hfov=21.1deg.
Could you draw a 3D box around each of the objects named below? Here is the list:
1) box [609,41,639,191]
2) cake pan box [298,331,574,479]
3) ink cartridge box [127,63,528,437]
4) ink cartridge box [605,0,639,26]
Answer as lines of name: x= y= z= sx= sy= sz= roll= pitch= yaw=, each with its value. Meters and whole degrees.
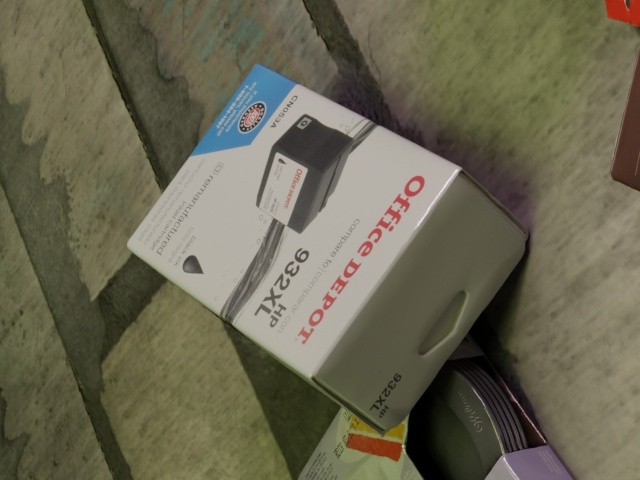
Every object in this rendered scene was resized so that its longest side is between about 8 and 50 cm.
box: x=0.334 y=-0.089 z=1.151 sx=0.203 sy=0.168 sz=0.167 roll=33 pitch=119 yaw=47
cake pan box: x=0.107 y=0.227 z=1.581 sx=0.245 sy=0.070 sz=0.267 roll=56 pitch=134 yaw=29
ink cartridge box: x=0.000 y=0.000 z=1.561 sx=0.223 sy=0.129 sz=0.307 roll=-54 pitch=44 yaw=-4
ink cartridge box: x=0.172 y=-0.260 z=1.173 sx=0.189 sy=0.066 sz=0.232 roll=-92 pitch=-4 yaw=-80
